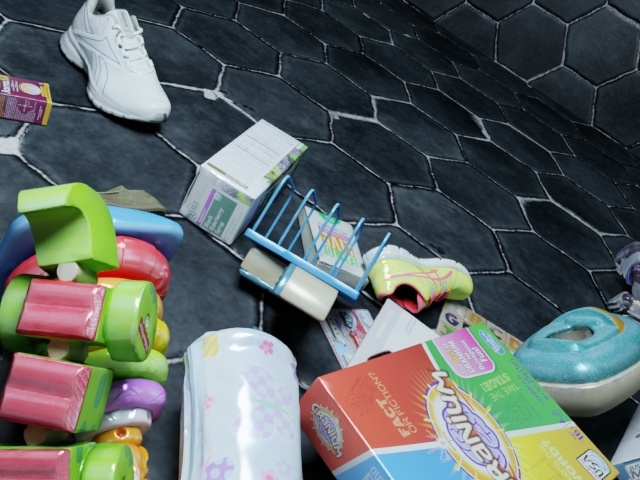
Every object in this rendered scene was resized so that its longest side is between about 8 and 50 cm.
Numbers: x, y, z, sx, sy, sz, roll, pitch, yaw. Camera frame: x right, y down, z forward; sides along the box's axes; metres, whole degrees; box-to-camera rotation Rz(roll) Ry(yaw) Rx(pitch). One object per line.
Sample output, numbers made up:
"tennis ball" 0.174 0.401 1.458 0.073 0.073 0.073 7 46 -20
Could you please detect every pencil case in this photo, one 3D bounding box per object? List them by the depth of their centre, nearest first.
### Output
"pencil case" -0.078 0.212 0.609 0.124 0.113 0.273 20 40 -21

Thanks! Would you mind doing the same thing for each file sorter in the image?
"file sorter" 0.000 0.000 0.943 0.170 0.104 0.118 30 -7 6

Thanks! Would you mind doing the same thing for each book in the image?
"book" 0.019 0.012 1.081 0.096 0.035 0.144 20 32 -25

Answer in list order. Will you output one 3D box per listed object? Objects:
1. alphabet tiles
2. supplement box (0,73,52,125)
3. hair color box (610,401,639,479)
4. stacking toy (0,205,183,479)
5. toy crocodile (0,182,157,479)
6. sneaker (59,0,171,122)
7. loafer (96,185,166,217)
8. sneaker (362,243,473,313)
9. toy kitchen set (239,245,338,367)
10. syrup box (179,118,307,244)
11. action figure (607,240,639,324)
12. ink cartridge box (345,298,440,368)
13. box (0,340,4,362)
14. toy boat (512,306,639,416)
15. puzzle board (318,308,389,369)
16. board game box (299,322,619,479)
"alphabet tiles" 0.283 0.198 1.059 0.237 0.009 0.198 32 31 2
"supplement box" -0.439 -0.205 0.984 0.083 0.043 0.055 5 41 -35
"hair color box" 0.577 0.278 1.023 0.347 0.174 0.105 -21 77 -52
"stacking toy" -0.201 0.130 0.639 0.175 0.166 0.302 3 53 -38
"toy crocodile" -0.202 0.126 0.518 0.115 0.105 0.341 5 79 1
"sneaker" -0.338 -0.306 1.129 0.111 0.129 0.297 -10 51 -50
"loafer" -0.273 -0.041 0.888 0.148 0.056 0.050 2 40 -53
"sneaker" 0.158 0.077 1.072 0.208 0.081 0.094 13 52 -27
"toy kitchen set" -0.077 0.102 0.844 0.122 0.166 0.207 31 -5 -1
"syrup box" -0.114 -0.098 1.058 0.096 0.093 0.237 32 31 1
"action figure" 0.687 0.132 1.415 0.185 0.099 0.285 33 35 -10
"ink cartridge box" 0.137 0.230 0.836 0.261 0.066 0.296 34 31 6
"box" -0.399 0.063 0.511 0.247 0.142 0.163 30 52 -1
"toy boat" 0.441 0.154 0.972 0.267 0.318 0.148 -18 99 -48
"puzzle board" 0.054 0.142 0.943 0.096 0.011 0.128 7 39 -34
"board game box" 0.157 0.223 0.739 0.316 0.064 0.242 -8 49 -46
